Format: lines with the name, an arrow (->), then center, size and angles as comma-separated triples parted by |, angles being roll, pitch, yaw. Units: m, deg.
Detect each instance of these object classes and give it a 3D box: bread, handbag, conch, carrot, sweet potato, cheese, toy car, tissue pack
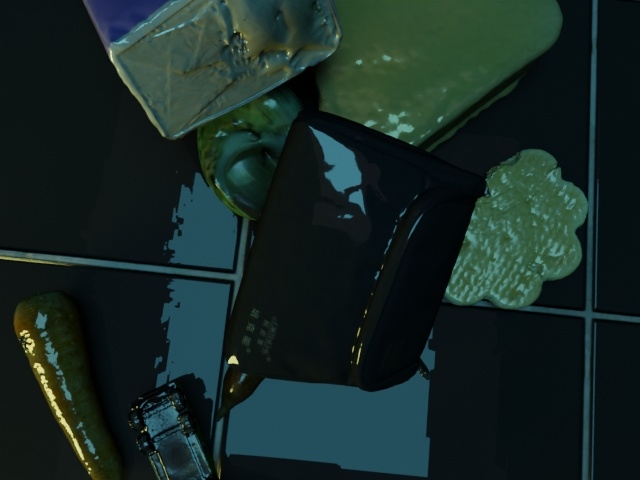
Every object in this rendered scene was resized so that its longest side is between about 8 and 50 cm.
bread -> 0.261, -0.004, 0.677 | 0.250, 0.039, 0.182 | -37, 85, -6
handbag -> 0.057, 0.035, 0.547 | 0.274, 0.178, 0.302 | 17, 102, -8
conch -> -0.085, -0.128, 0.644 | 0.175, 0.122, 0.188 | 31, 84, 9
carrot -> -0.312, 0.207, 0.621 | 0.078, 0.078, 0.299 | -23, 87, -5
sweet potato -> -0.108, 0.192, 0.640 | 0.049, 0.049, 0.117 | 33, 93, 3
cheese -> 0.155, -0.279, 0.681 | 0.383, 0.104, 0.385 | 0, 82, -2
toy car -> -0.179, 0.266, 0.614 | 0.071, 0.062, 0.165 | -26, 83, -4
tissue pack -> -0.160, -0.311, 0.588 | 0.242, 0.160, 0.338 | -32, 56, -4
